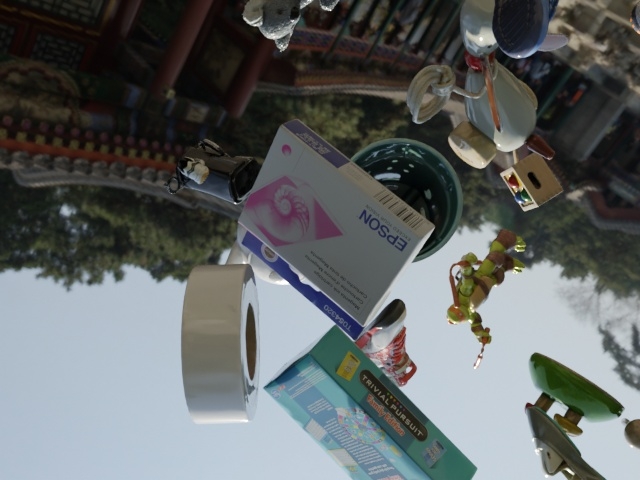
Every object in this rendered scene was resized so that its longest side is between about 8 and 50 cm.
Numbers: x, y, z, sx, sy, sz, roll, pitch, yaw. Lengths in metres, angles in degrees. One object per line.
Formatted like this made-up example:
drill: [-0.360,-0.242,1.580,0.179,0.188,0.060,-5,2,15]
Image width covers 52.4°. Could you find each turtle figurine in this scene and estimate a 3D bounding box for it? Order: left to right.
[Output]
turtle figurine: [0.298,0.095,1.216,0.087,0.217,0.270,18,142,44]

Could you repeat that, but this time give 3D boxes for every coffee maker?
coffee maker: [-0.268,-0.159,1.655,0.178,0.171,0.120,19,161,29]

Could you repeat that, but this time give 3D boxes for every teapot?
teapot: [-0.086,0.020,1.564,0.252,0.256,0.187,24,-134,-18]

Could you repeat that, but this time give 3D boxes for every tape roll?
tape roll: [-0.171,0.183,1.169,0.100,0.286,0.286,-3,-156,1]

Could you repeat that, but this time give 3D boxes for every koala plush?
koala plush: [-0.094,-0.623,1.697,0.203,0.221,0.196,29,-177,39]

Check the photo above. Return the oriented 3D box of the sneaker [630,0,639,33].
sneaker: [0.771,-0.462,1.434,0.321,0.125,0.180,-4,178,-21]

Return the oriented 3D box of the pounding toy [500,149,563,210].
pounding toy: [0.552,-0.177,1.804,0.181,0.094,0.206,58,179,3]

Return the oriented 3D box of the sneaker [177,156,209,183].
sneaker: [-0.180,-0.104,0.896,0.037,0.032,0.083,32,178,-28]

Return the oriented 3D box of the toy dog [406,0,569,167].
toy dog: [0.289,-0.218,0.993,0.161,0.220,0.333,36,-170,27]

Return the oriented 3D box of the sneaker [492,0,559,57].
sneaker: [0.191,-0.210,0.590,0.059,0.053,0.144,28,-133,-21]

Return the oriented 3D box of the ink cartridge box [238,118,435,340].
ink cartridge box: [0.000,0.000,1.213,0.324,0.330,0.071,39,-143,14]

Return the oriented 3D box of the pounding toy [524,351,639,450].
pounding toy: [0.464,0.315,1.187,0.236,0.110,0.183,34,176,10]

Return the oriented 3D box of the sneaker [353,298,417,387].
sneaker: [0.162,0.231,1.409,0.145,0.270,0.090,39,-125,4]

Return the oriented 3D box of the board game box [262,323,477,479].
board game box: [0.074,0.328,1.159,0.336,0.254,0.079,45,-124,2]

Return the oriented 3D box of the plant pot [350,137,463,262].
plant pot: [0.213,-0.088,1.887,0.341,0.341,0.334,33,176,6]

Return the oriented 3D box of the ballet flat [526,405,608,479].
ballet flat: [0.370,0.344,0.962,0.213,0.068,0.072,48,165,25]
